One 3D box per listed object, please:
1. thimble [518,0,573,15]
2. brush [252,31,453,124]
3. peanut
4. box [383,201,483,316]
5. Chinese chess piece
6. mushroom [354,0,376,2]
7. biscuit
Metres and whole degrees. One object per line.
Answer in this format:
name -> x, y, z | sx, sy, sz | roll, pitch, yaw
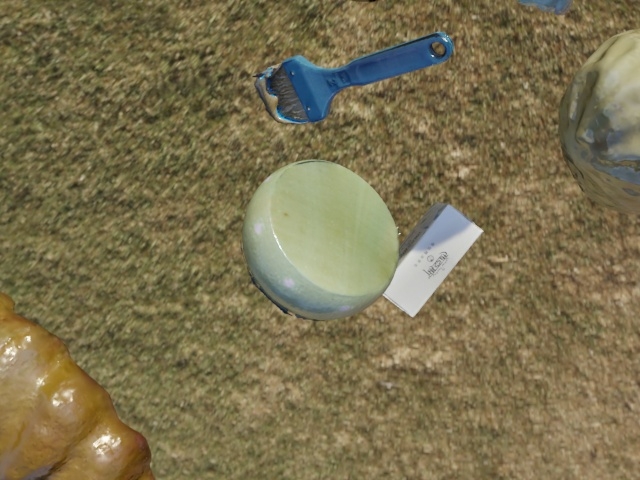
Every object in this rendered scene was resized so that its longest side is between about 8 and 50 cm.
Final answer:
thimble -> 0.392, -0.514, 1.538 | 0.185, 0.211, 0.149 | 12, 111, -13
brush -> 0.021, -0.116, 0.581 | 0.164, 0.014, 0.051 | -10, 120, 39
peanut -> 0.263, -0.090, 0.623 | 0.120, 0.298, 0.136 | 52, 126, 15
box -> 0.260, 0.041, 2.080 | 0.116, 0.203, 0.274 | 38, 93, -5
Chinese chess piece -> 0.000, 0.000, 1.768 | 0.349, 0.349, 0.146 | 37, 140, -12
mushroom -> 0.097, -0.580, 1.525 | 0.267, 0.254, 0.267 | 15, 126, 22
biscuit -> -0.266, 0.164, 0.671 | 0.325, 0.107, 0.326 | 26, 138, 25
